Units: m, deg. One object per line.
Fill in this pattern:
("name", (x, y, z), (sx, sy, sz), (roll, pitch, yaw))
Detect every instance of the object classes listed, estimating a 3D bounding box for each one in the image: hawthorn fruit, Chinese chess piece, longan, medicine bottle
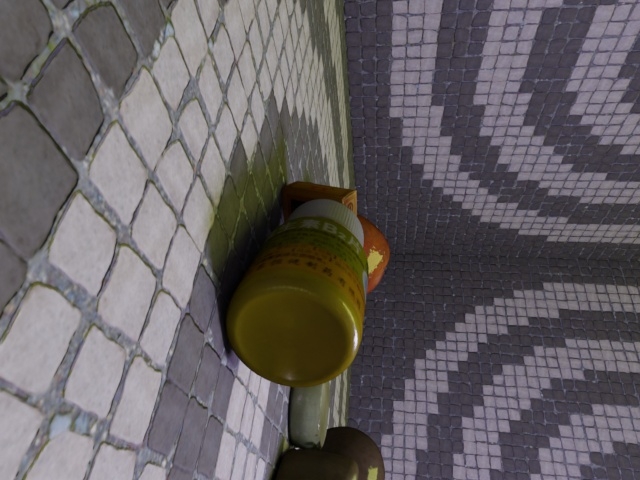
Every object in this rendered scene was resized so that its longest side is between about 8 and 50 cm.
("hawthorn fruit", (0.054, 0.073, 1.320), (0.307, 0.275, 0.276), (-56, 150, -47))
("Chinese chess piece", (-0.030, 0.494, 1.306), (0.238, 0.092, 0.238), (2, 90, -82))
("longan", (0.069, 0.754, 1.436), (0.297, 0.297, 0.298), (2, 90, -81))
("medicine bottle", (-0.019, 0.071, 0.857), (0.384, 0.224, 0.225), (-70, 160, -64))

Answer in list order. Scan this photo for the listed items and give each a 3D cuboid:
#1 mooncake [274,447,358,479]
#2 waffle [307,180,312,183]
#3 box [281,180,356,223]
("mooncake", (-0.012, 0.725, 1.112), (0.378, 0.200, 0.379), (2, 90, -81))
("waffle", (-0.038, -0.111, 1.383), (0.092, 0.021, 0.135), (84, 10, -47))
("box", (0.000, 0.000, 1.111), (0.076, 0.174, 0.274), (-37, 132, -50))
